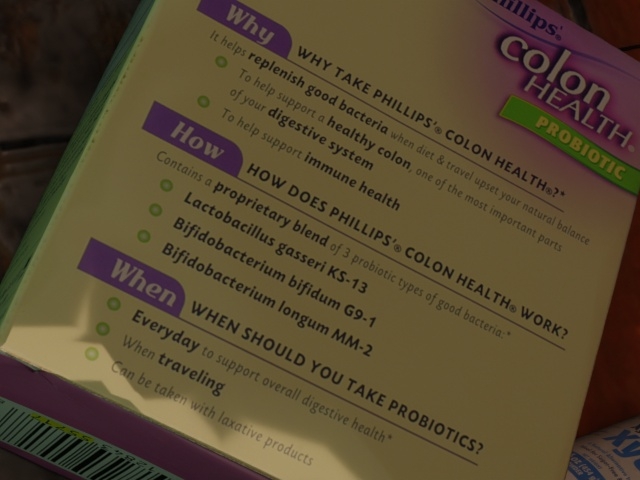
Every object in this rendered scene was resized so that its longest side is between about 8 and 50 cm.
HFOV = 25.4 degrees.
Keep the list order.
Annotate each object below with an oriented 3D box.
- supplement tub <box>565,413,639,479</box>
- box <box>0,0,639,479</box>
[{"bbox_3d":[0.137,0.116,0.627,0.107,0.071,0.071,-16,79,-28],"label":"supplement tub"},{"bbox_3d":[0.000,0.000,0.579,0.213,0.117,0.243,27,63,-14],"label":"box"}]
